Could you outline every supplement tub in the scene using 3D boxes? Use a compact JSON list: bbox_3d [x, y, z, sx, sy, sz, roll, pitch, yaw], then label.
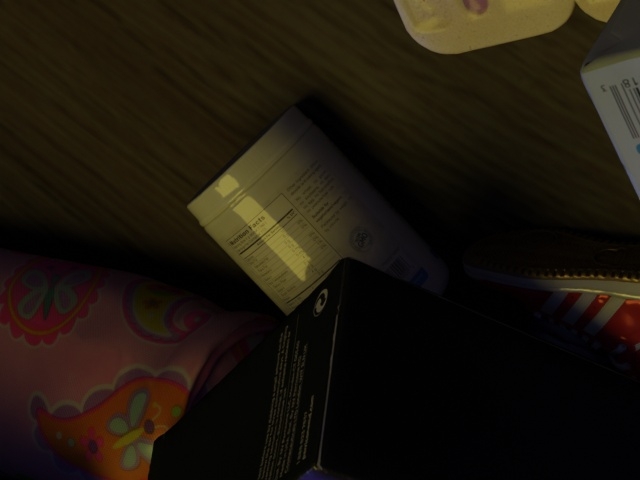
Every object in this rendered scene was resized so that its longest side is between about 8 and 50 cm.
[{"bbox_3d":[0.000,0.000,0.788,0.107,0.071,0.071,47,137,-5],"label":"supplement tub"}]

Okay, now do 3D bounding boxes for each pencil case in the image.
[{"bbox_3d":[-0.149,0.070,0.920,0.284,0.124,0.124,10,129,30],"label":"pencil case"}]

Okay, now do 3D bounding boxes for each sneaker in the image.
[{"bbox_3d":[0.119,0.033,0.751,0.118,0.042,0.067,7,124,28],"label":"sneaker"}]

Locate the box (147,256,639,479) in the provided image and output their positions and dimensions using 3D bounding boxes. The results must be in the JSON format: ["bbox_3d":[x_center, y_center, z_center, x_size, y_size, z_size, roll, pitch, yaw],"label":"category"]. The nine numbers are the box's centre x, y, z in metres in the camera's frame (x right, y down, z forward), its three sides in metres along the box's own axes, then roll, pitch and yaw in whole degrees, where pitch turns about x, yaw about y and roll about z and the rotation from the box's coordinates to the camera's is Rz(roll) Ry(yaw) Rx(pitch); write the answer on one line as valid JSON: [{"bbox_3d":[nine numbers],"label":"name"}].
[{"bbox_3d":[0.073,0.134,0.752,0.261,0.103,0.184,23,143,-18],"label":"box"}]

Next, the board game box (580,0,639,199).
[{"bbox_3d":[0.252,0.023,0.563,0.224,0.097,0.303,-10,120,36],"label":"board game box"}]

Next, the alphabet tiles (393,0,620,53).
[{"bbox_3d":[0.125,-0.157,0.567,0.278,0.021,0.284,-10,121,27],"label":"alphabet tiles"}]
